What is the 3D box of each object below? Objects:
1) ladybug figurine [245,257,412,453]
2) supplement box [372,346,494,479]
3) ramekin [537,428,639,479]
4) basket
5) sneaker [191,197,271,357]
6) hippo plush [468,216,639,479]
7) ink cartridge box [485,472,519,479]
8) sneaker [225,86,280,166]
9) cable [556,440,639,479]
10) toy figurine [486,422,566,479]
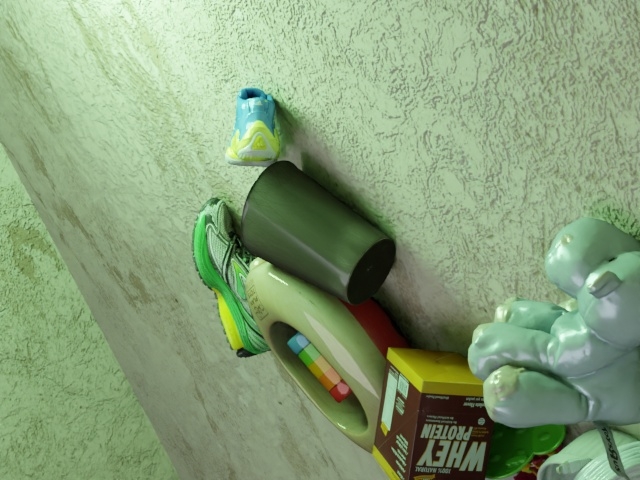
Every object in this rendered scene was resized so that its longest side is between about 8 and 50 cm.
[{"bbox_3d":[0.040,0.193,1.981,0.449,0.162,0.305,51,155,2],"label":"ladybug figurine"},{"bbox_3d":[0.182,0.294,1.753,0.191,0.129,0.194,-141,58,-73],"label":"supplement box"},{"bbox_3d":[0.438,0.379,1.625,0.207,0.109,0.207,39,151,26],"label":"ramekin"},{"bbox_3d":[0.000,0.000,1.824,0.227,0.154,0.204,33,145,28],"label":"basket"},{"bbox_3d":[-0.151,0.066,2.219,0.146,0.134,0.343,-16,107,24],"label":"sneaker"},{"bbox_3d":[0.319,0.110,1.327,0.294,0.234,0.236,-120,27,-45],"label":"hippo plush"},{"bbox_3d":[0.296,0.431,1.913,0.181,0.104,0.061,43,179,18],"label":"ink cartridge box"},{"bbox_3d":[-0.109,-0.192,1.855,0.240,0.091,0.126,-178,91,-77],"label":"sneaker"},{"bbox_3d":[0.455,0.394,1.464,0.089,0.257,0.257,-71,-41,-80],"label":"cable"},{"bbox_3d":[0.357,0.365,1.771,0.173,0.130,0.159,-21,128,32],"label":"toy figurine"}]
